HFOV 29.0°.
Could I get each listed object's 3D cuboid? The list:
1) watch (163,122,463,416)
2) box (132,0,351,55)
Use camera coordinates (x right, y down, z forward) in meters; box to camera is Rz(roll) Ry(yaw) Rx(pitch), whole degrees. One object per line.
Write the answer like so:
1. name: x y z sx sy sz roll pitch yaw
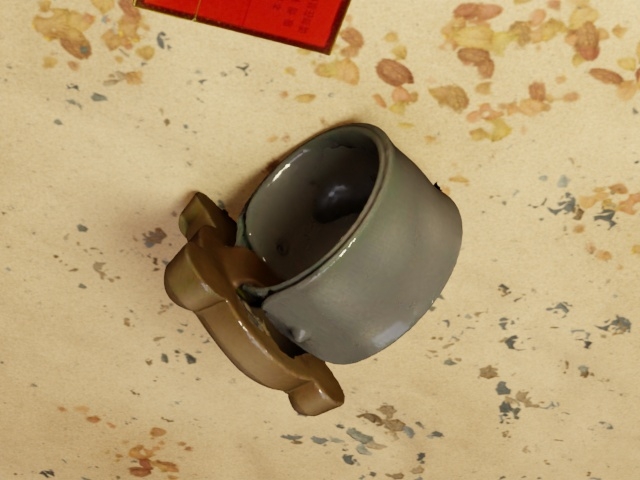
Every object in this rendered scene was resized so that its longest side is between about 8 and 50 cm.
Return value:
1. watch: 0.000 0.000 1.593 0.327 0.335 0.314 -39 120 12
2. box: -0.079 -0.310 1.396 0.240 0.074 0.153 13 140 -11
